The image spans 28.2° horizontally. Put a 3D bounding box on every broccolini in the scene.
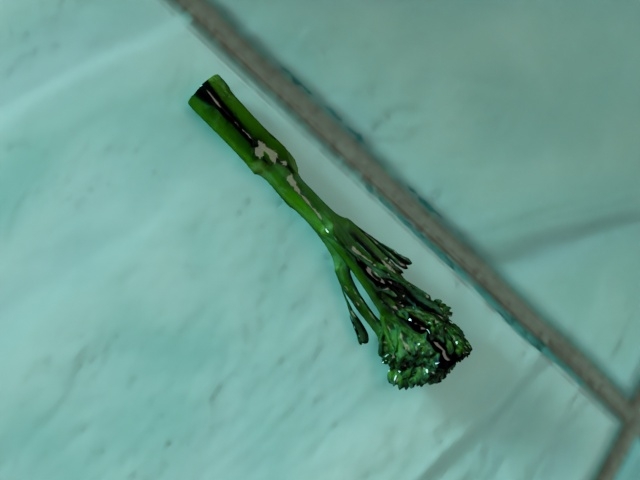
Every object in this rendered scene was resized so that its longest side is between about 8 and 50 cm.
[{"bbox_3d":[0.000,0.000,0.458,0.035,0.030,0.140,-42,102,12],"label":"broccolini"}]
